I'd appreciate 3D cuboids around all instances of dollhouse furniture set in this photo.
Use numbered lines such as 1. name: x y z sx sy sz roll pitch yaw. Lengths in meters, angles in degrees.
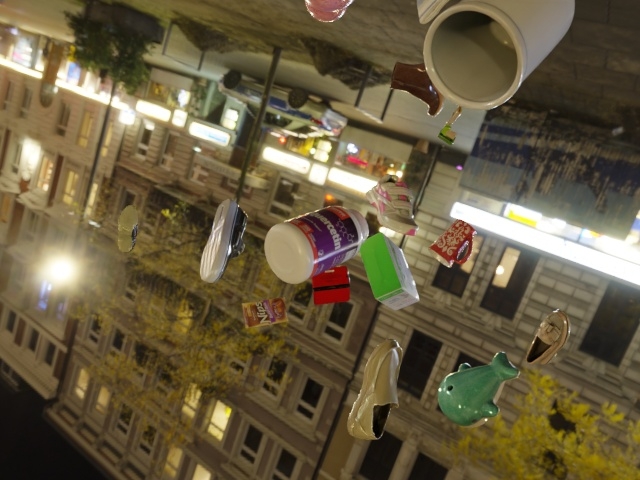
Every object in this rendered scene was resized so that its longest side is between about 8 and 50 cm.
1. dollhouse furniture set: 0.460 -0.395 1.635 0.059 0.151 0.076 31 -128 2

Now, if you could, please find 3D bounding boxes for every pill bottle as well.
1. pill bottle: 0.000 0.000 1.458 0.182 0.181 0.323 26 -147 34

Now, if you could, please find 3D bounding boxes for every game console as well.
1. game console: 0.039 0.175 1.877 0.144 0.124 0.085 -6 158 -5

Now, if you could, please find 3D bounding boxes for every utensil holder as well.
1. utensil holder: 0.567 -0.655 1.523 0.328 0.385 0.327 34 152 21

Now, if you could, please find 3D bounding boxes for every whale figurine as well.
1. whale figurine: 0.486 0.458 1.516 0.141 0.272 0.216 35 -162 -27

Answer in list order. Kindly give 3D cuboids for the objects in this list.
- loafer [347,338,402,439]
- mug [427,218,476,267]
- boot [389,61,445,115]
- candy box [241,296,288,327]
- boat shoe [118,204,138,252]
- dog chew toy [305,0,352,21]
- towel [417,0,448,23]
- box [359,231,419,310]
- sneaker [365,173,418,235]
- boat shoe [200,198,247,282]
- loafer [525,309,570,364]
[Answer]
1. loafer: 0.160 0.389 1.240 0.092 0.268 0.102 14 170 45
2. mug: 0.530 0.017 1.871 0.150 0.169 0.113 40 177 22
3. boot: 0.362 -0.566 1.791 0.207 0.090 0.248 7 155 4
4. candy box: -0.242 0.314 2.096 0.187 0.109 0.053 -6 174 -27
5. boat shoe: -0.536 -0.032 1.340 0.049 0.132 0.042 6 177 -13
6. dog chew toy: 0.025 -0.727 1.310 0.207 0.206 0.332 19 169 -1
7. towel: 0.381 -0.827 1.506 0.034 0.209 0.284 24 -130 -26
8. box: 0.288 0.131 2.008 0.231 0.127 0.261 34 -146 -56
9. sneaker: 0.220 -0.113 1.418 0.103 0.111 0.252 8 -144 -31
10. boat shoe: -0.308 0.006 1.630 0.119 0.334 0.121 34 138 -30
11. loafer: 0.386 0.171 0.821 0.039 0.125 0.045 -11 -140 -14
